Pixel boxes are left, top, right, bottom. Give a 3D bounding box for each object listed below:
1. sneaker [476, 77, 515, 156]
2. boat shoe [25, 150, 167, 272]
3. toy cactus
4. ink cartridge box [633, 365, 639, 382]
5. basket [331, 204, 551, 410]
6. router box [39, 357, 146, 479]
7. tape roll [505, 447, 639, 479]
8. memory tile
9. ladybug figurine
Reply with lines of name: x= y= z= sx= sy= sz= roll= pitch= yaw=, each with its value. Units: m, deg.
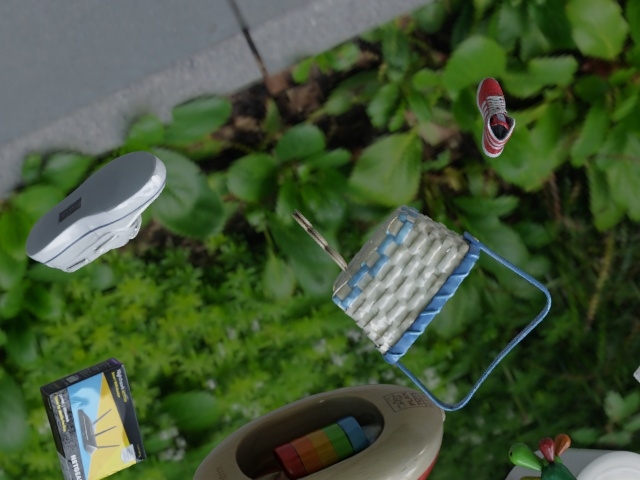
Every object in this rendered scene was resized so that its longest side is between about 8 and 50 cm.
sneaker: x=0.250 y=-0.185 z=1.804 sx=0.042 sy=0.119 sz=0.067 roll=-2 pitch=166 yaw=-5
boat shoe: x=-0.281 y=-0.034 z=1.674 sx=0.258 sy=0.095 sz=0.084 roll=-26 pitch=136 yaw=35
toy cactus: x=0.343 y=0.329 z=1.613 sx=0.112 sy=0.219 sz=0.180 roll=-41 pitch=-169 yaw=-21
ink cartridge box: x=0.695 y=0.266 z=2.196 sx=0.353 sy=0.207 sz=0.119 roll=11 pitch=121 yaw=-39
basket: x=0.184 y=0.094 z=1.992 sx=0.255 sy=0.289 sz=0.201 roll=-49 pitch=178 yaw=11
router box: x=-0.365 y=0.295 z=2.036 sx=0.133 sy=0.046 sz=0.179 roll=-22 pitch=115 yaw=-28
tape roll: x=0.416 y=0.446 z=1.961 sx=0.246 sy=0.246 sz=0.169 roll=-6 pitch=177 yaw=-28
memory tile: x=0.000 y=0.000 z=1.897 sx=0.012 sy=0.113 sz=0.148 roll=-44 pitch=175 yaw=0
ladybug figurine: x=0.011 y=0.386 z=2.110 sx=0.449 sy=0.305 sz=0.162 roll=-19 pitch=117 yaw=-11
